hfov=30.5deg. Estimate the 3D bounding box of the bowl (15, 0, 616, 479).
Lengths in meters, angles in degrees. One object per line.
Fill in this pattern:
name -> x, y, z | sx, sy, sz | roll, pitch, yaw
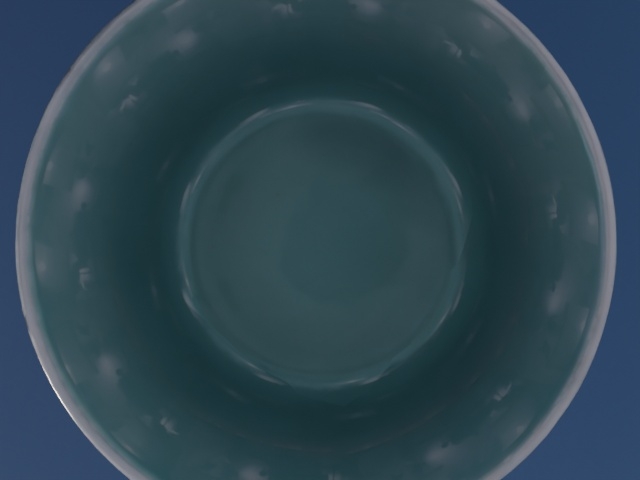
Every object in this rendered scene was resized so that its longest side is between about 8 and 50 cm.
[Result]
bowl -> 0.000, 0.000, 0.680 | 0.312, 0.163, 0.311 | 0, -90, 3
